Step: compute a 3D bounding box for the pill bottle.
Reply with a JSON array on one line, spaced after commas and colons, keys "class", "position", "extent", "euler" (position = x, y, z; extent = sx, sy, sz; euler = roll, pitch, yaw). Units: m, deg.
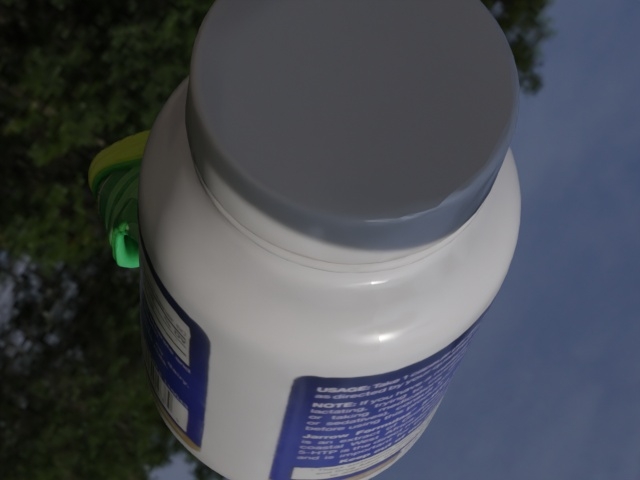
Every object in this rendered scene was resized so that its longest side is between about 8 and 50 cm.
[{"class": "pill bottle", "position": [0.000, 0.000, 0.433], "extent": [0.186, 0.112, 0.112], "euler": [104, 6, -63]}]

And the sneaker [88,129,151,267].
[{"class": "sneaker", "position": [-0.086, -0.044, 1.136], "extent": [0.295, 0.109, 0.123], "euler": [-21, -105, 54]}]
